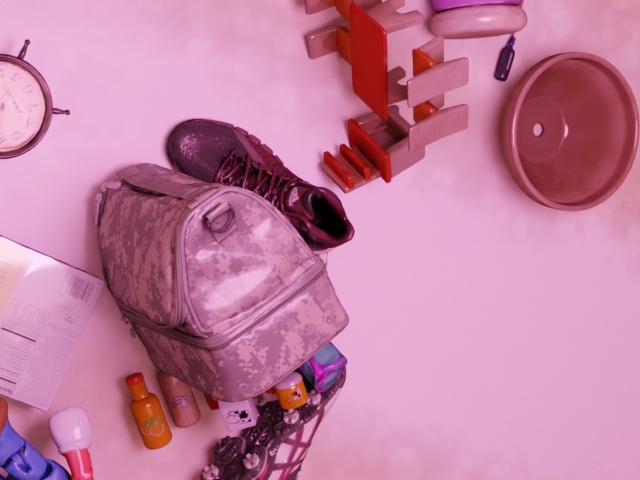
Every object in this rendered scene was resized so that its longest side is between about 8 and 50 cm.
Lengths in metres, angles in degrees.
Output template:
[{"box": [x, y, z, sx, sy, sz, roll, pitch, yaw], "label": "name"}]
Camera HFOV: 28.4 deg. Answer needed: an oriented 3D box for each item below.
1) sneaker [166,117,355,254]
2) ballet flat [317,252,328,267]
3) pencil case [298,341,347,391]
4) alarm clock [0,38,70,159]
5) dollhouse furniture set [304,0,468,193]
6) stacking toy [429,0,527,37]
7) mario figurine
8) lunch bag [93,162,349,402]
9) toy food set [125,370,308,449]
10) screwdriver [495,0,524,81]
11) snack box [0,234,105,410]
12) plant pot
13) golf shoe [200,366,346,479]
[{"box": [-0.065, -0.078, 1.684, 0.281, 0.162, 0.106, 30, 83, -15], "label": "sneaker"}, {"box": [0.000, 0.000, 1.811, 0.041, 0.041, 0.114, 6, 94, -27], "label": "ballet flat"}, {"box": [-0.031, 0.138, 1.759, 0.151, 0.070, 0.064, 45, 104, 18], "label": "pencil case"}, {"box": [-0.419, -0.157, 1.569, 0.192, 0.064, 0.129, -34, 110, -21], "label": "alarm clock"}, {"box": [0.068, -0.199, 1.714, 0.135, 0.262, 0.259, -25, 138, -19], "label": "dollhouse furniture set"}, {"box": [0.218, -0.461, 1.818, 0.141, 0.141, 0.330, -5, 94, -26], "label": "stacking toy"}, {"box": [-0.358, 0.332, 1.637, 0.320, 0.198, 0.170, 48, 36, -28], "label": "mario figurine"}, {"box": [-0.148, 0.032, 1.600, 0.212, 0.305, 0.256, -33, 113, -22], "label": "lunch bag"}, {"box": [-0.140, 0.192, 1.717, 0.232, 0.111, 0.104, -16, 106, 9], "label": "toy food set"}, {"box": [0.300, -0.322, 1.929, 0.025, 0.024, 0.170, 21, 85, 2], "label": "screwdriver"}, {"box": [-0.453, 0.071, 1.583, 0.322, 0.060, 0.187, 26, 84, -27], "label": "snack box"}, {"box": [0.360, -0.166, 1.929, 0.237, 0.110, 0.237, -3, 97, -26], "label": "plant pot"}, {"box": [-0.057, 0.278, 1.802, 0.273, 0.105, 0.120, -48, 140, -16], "label": "golf shoe"}]
